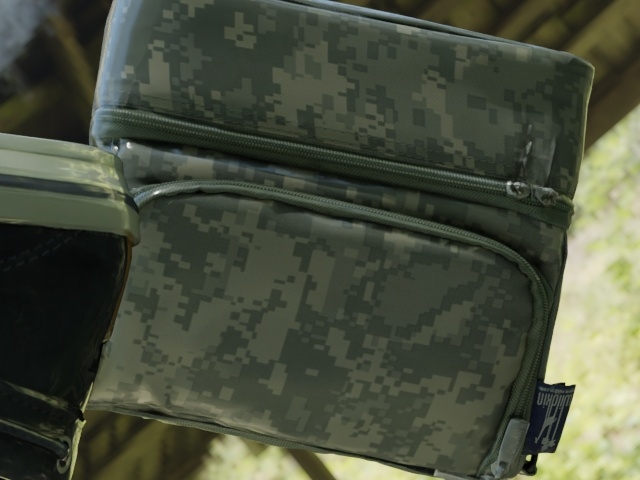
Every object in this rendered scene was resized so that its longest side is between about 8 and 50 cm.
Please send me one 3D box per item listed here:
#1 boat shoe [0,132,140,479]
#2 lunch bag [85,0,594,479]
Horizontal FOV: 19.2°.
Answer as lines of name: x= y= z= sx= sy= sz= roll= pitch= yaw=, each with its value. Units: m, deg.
boat shoe: x=-0.273 y=0.030 z=0.625 sx=0.500 sy=0.156 sz=0.187 roll=5 pitch=-5 yaw=-43
lunch bag: x=0.000 y=0.000 z=1.121 sx=0.212 sy=0.305 sz=0.256 roll=163 pitch=118 yaw=-81
